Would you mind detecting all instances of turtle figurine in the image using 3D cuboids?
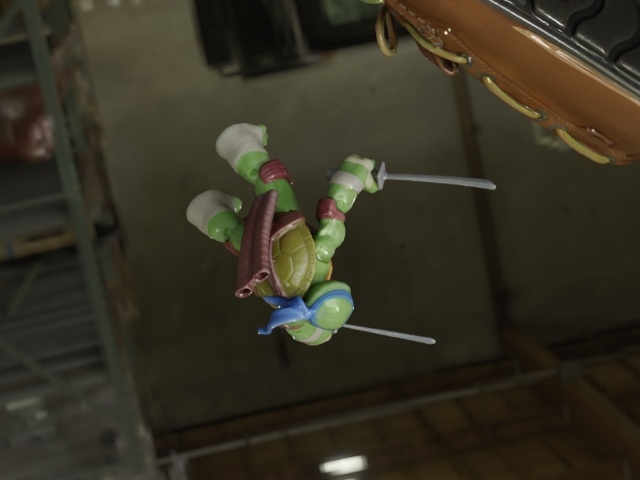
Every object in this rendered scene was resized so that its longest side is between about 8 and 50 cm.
[{"bbox_3d":[0.000,0.000,1.773,0.274,0.198,0.266,-29,-130,-21],"label":"turtle figurine"}]

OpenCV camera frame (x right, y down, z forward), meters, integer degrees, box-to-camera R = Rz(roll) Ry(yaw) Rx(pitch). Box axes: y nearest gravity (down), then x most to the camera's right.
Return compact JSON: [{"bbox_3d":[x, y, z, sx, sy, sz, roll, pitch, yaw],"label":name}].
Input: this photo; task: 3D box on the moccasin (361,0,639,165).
[{"bbox_3d":[0.108,-0.181,1.230,0.147,0.380,0.139,-40,-153,50],"label":"moccasin"}]
